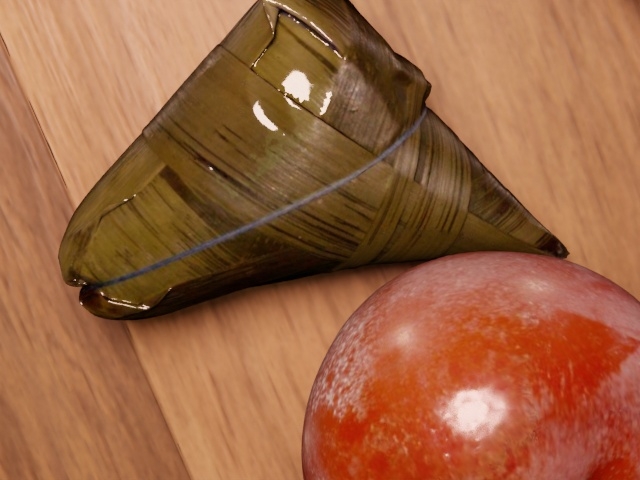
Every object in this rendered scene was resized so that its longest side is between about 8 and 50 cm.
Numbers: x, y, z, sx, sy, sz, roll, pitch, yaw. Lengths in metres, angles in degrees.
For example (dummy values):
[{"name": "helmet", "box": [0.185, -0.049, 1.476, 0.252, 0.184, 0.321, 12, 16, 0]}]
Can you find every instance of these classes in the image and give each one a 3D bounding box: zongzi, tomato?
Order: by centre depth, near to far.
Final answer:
[{"name": "tomato", "box": [0.113, 0.127, 0.746, 0.270, 0.227, 0.270, -15, 138, -14]}, {"name": "zongzi", "box": [0.000, 0.000, 0.793, 0.300, 0.138, 0.286, 40, 100, -14]}]
